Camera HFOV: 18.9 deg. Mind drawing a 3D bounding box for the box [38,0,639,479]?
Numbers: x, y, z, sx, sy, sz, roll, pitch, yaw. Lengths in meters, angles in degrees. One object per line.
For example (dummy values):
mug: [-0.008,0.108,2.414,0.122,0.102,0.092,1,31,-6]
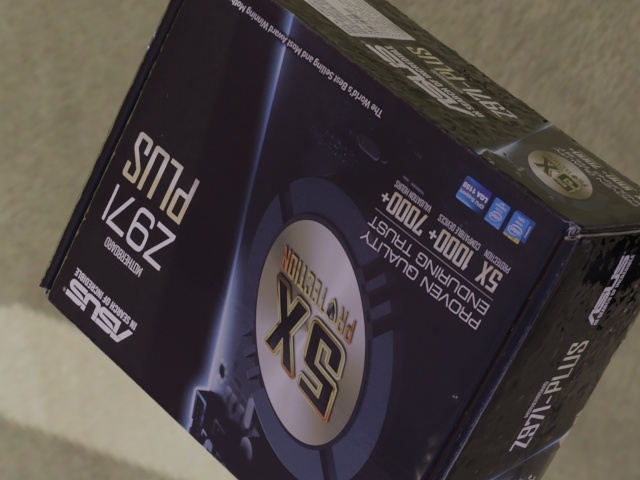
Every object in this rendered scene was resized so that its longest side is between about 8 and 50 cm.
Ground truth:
box: [0.008,0.006,0.659,0.180,0.077,0.147,40,115,28]
